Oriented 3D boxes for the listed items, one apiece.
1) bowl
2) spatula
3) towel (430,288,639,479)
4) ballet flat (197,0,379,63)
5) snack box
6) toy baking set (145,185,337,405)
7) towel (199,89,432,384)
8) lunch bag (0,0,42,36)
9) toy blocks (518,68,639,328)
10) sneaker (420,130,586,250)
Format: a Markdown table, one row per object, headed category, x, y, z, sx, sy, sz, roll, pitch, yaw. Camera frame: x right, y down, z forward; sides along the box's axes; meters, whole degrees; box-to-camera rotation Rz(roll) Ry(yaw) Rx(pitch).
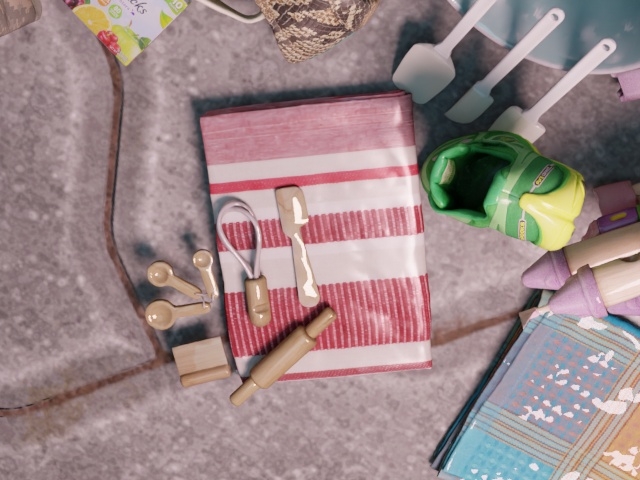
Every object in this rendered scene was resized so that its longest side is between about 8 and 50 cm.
| category | x | y | z | sx | sy | sz | roll | pitch | yaw |
| --- | --- | --- | --- | --- | --- | --- | --- | --- | --- |
| bowl | 0.257 | -0.333 | 1.375 | 0.312 | 0.163 | 0.311 | 24 | 146 | 17 |
| spatula | 0.187 | -0.181 | 1.463 | 0.168 | 0.019 | 0.242 | 39 | 146 | -3 |
| towel | 0.352 | 0.243 | 1.632 | 0.370 | 0.040 | 0.271 | 28 | 107 | -3 |
| ballet flat | -0.152 | -0.368 | 1.449 | 0.182 | 0.164 | 0.483 | -40 | 103 | 23 |
| snack box | -0.225 | -0.277 | 1.535 | 0.100 | 0.037 | 0.141 | -43 | 98 | 13 |
| toy baking set | -0.084 | 0.066 | 1.585 | 0.256 | 0.030 | 0.196 | -38 | 102 | 12 |
| towel | 0.000 | 0.000 | 1.597 | 0.237 | 0.037 | 0.328 | -5 | 107 | 4 |
| lunch bag | -0.420 | -0.333 | 1.433 | 0.169 | 0.235 | 0.287 | -9 | 105 | 13 |
| toy blocks | 0.320 | -0.019 | 1.436 | 0.260 | 0.288 | 0.308 | -19 | 105 | 13 |
| sneaker | 0.164 | -0.069 | 1.434 | 0.124 | 0.295 | 0.109 | 20 | 93 | -19 |
